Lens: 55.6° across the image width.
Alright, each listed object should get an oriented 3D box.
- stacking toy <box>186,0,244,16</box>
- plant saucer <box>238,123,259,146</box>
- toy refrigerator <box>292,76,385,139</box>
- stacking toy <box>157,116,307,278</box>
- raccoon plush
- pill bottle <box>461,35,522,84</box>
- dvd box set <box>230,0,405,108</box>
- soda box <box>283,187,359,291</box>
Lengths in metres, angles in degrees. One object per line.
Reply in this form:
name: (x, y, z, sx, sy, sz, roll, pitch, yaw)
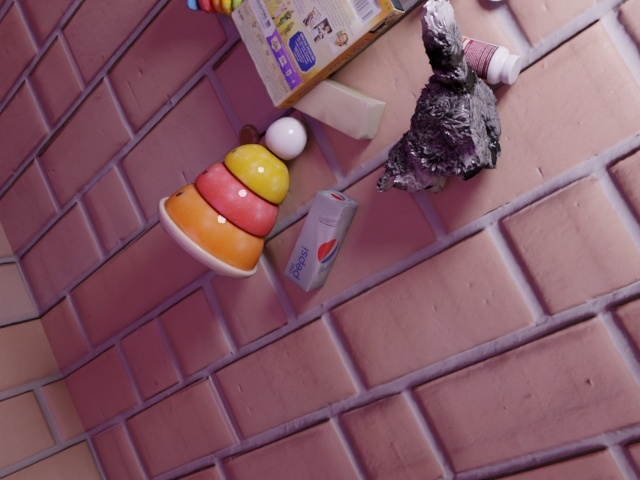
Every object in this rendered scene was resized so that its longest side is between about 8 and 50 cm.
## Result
stacking toy: (-0.216, -0.695, 1.735, 0.302, 0.175, 0.166, 28, 116, 16)
plant saucer: (-0.225, -0.316, 1.870, 0.083, 0.015, 0.083, 6, 101, 34)
toy refrigerator: (0.035, -0.372, 1.638, 0.269, 0.094, 0.102, 32, 118, 28)
stacking toy: (-0.207, -0.160, 1.765, 0.350, 0.350, 0.480, 43, 100, 21)
raccoon plush: (0.231, -0.306, 1.412, 0.299, 0.216, 0.446, -5, 112, 36)
pill bottle: (0.378, -0.411, 1.398, 0.152, 0.086, 0.086, 27, 112, 29)
dvd box set: (-0.024, -0.578, 1.547, 0.420, 0.062, 0.308, -32, 80, 35)
soda box: (0.000, 0.000, 1.722, 0.098, 0.091, 0.286, 35, 116, 25)
